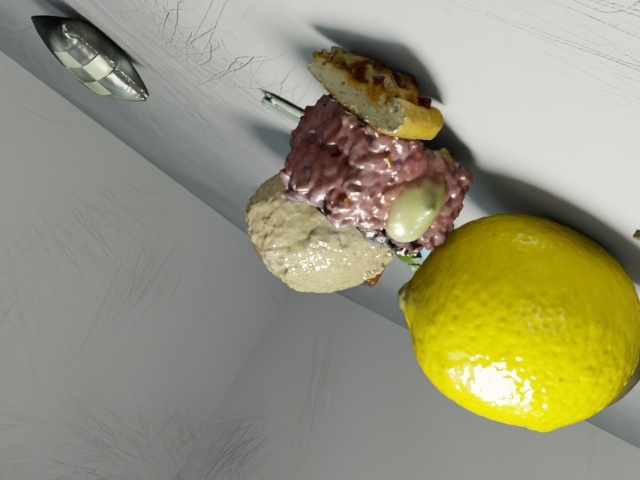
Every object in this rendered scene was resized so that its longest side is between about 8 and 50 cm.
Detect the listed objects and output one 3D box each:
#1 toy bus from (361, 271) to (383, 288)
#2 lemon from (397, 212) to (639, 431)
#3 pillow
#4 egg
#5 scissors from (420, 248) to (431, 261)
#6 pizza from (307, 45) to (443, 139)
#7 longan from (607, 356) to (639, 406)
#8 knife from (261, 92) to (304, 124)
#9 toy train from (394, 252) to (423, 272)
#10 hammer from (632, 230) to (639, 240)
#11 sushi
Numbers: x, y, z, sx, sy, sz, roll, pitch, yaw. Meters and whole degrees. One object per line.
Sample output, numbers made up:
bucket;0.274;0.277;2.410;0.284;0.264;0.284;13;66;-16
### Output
toy bus;0.000;0.000;2.578;0.409;0.093;0.092;32;165;-8
lemon;0.294;0.117;1.297;0.336;0.336;0.336;31;173;4
pillow;-0.493;-0.394;1.905;0.186;0.106;0.250;23;164;47
egg;0.000;-0.027;1.767;0.310;0.279;0.279;4;-177;-21
scissors;0.168;-0.047;1.565;0.029;0.193;0.447;-15;145;10
pizza;0.067;-0.191;1.104;0.194;0.069;0.154;38;-157;19
longan;0.433;0.181;1.537;0.248;0.248;0.248;31;173;4
knife;-0.034;-0.214;1.550;0.162;0.023;0.044;30;169;17
toy train;0.229;0.033;1.976;0.081;0.060;0.202;39;170;-13
hammer;0.472;0.017;1.030;0.058;0.029;0.292;37;173;-25
sushi;0.076;-0.083;1.238;0.236;0.171;0.270;34;-173;39
